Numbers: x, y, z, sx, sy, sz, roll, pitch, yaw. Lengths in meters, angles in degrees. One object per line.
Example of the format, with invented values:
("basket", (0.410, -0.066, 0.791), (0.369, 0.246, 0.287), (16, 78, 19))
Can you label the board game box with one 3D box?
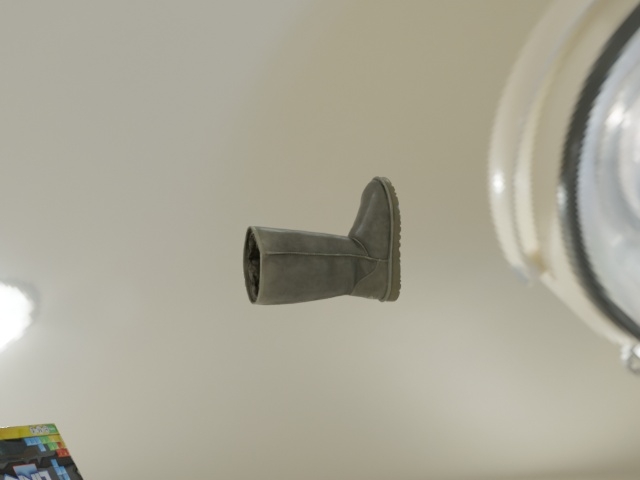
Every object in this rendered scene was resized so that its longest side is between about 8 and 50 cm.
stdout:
("board game box", (-0.265, 0.233, 1.245), (0.048, 0.141, 0.170), (-38, -17, 18))

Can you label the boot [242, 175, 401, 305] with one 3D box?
("boot", (0.001, -0.002, 1.871), (0.208, 0.190, 0.076), (3, -22, -17))
